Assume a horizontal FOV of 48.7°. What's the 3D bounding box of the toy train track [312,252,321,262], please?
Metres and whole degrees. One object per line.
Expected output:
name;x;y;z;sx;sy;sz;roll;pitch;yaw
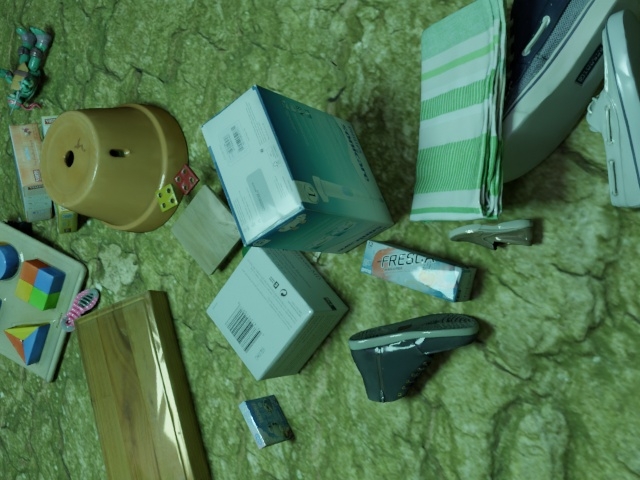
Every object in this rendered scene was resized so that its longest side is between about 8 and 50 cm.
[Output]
toy train track;0.000;0.000;1.313;0.048;0.014;0.083;23;102;33

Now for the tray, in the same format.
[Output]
tray;-0.384;0.333;1.500;0.202;0.076;0.411;-21;75;16

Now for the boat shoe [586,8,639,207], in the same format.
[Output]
boat shoe;0.411;-0.172;0.965;0.088;0.096;0.268;-5;110;43

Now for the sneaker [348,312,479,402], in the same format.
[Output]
sneaker;0.164;0.194;1.166;0.221;0.083;0.118;-13;100;27

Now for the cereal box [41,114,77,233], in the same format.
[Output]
cereal box;-0.618;-0.153;1.678;0.173;0.047;0.240;141;118;-65

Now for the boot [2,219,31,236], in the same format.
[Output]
boot;-0.802;0.003;1.850;0.099;0.045;0.121;-2;82;34

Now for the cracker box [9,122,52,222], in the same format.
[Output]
cracker box;-0.693;-0.158;1.700;0.232;0.067;0.156;134;122;-63

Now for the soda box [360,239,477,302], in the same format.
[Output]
soda box;0.159;0.048;1.170;0.183;0.063;0.058;17;98;34

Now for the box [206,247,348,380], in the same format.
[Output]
box;-0.081;0.128;1.300;0.181;0.119;0.182;48;113;26

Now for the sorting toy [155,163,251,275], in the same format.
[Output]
sorting toy;-0.224;-0.029;1.440;0.274;0.046;0.132;48;114;15

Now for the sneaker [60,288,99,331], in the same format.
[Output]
sneaker;-0.569;0.162;1.682;0.047;0.057;0.119;40;89;-2

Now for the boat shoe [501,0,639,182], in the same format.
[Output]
boat shoe;0.322;-0.260;1.051;0.341;0.127;0.158;-55;48;17

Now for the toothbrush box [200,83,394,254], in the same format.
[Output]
toothbrush box;-0.028;-0.104;1.165;0.126;0.295;0.217;-31;72;28

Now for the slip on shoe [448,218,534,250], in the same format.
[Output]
slip on shoe;0.267;-0.005;1.108;0.135;0.051;0.041;-7;82;27

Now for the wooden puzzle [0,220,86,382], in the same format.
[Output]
wooden puzzle;-0.765;0.147;1.760;0.347;0.080;0.322;26;103;19

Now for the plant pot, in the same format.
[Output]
plant pot;-0.460;-0.164;1.524;0.290;0.203;0.291;-2;87;36

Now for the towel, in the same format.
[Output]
towel;0.205;-0.191;1.086;0.248;0.038;0.325;179;93;-71

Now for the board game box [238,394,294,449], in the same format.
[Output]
board game box;-0.100;0.337;1.322;0.020;0.090;0.090;-41;67;26

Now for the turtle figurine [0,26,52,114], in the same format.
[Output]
turtle figurine;-0.767;-0.423;1.800;0.175;0.118;0.234;14;81;20
